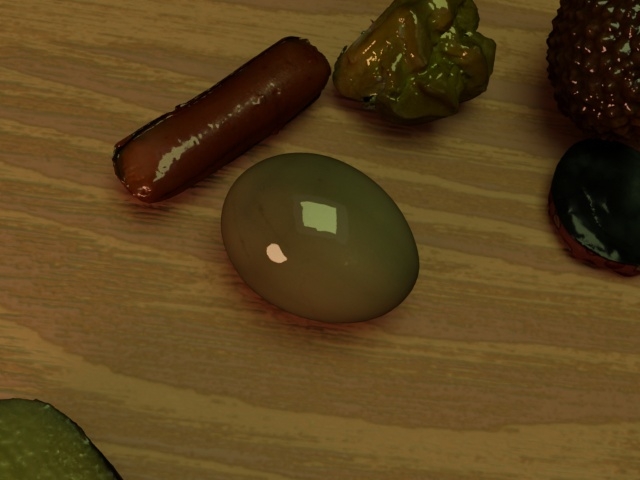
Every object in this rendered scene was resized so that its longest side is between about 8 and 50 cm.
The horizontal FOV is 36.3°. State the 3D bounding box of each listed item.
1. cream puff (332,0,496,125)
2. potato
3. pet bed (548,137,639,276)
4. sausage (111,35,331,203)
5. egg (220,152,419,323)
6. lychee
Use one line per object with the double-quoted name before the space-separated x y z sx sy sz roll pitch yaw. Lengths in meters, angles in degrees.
"cream puff" 0.144 -0.250 1.304 0.195 0.194 0.221 34 67 8
"potato" -0.285 0.285 0.980 0.272 0.111 0.160 41 50 20
"pet bed" 0.396 -0.045 1.306 0.201 0.053 0.201 4 61 -7
"sausage" -0.120 -0.150 1.244 0.330 0.102 0.102 -37 74 -25
"egg" 0.000 0.000 1.135 0.242 0.186 0.186 32 62 1
"lychee" 0.418 -0.248 1.299 0.268 0.267 0.267 4 62 -8
